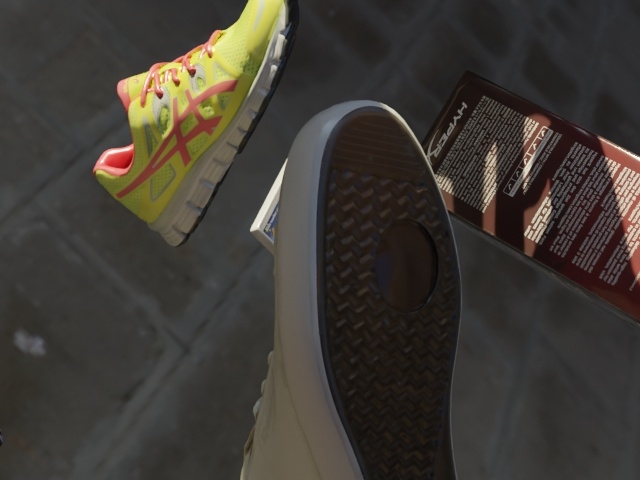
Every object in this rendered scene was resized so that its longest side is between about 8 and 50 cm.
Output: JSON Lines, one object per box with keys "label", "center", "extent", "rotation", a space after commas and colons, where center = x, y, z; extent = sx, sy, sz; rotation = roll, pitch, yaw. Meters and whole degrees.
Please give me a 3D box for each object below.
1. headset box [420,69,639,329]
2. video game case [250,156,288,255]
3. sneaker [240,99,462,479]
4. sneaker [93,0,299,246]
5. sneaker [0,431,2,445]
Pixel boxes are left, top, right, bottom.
{"label": "headset box", "center": [0.240, 0.002, 1.249], "extent": [0.293, 0.110, 0.218], "rotation": [33, 3, 38]}
{"label": "video game case", "center": [0.000, 0.000, 1.309], "extent": [0.122, 0.011, 0.087], "rotation": [46, 49, -26]}
{"label": "sneaker", "center": [-0.002, 0.075, 0.784], "extent": [0.106, 0.123, 0.290], "rotation": [-16, 107, -42]}
{"label": "sneaker", "center": [-0.086, -0.093, 1.065], "extent": [0.094, 0.208, 0.081], "rotation": [30, 26, -5]}
{"label": "sneaker", "center": [-0.411, 0.179, 1.535], "extent": [0.224, 0.098, 0.083], "rotation": [35, 23, -46]}
